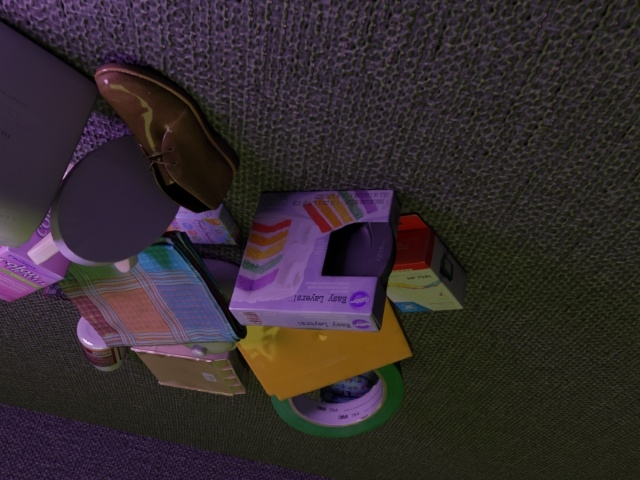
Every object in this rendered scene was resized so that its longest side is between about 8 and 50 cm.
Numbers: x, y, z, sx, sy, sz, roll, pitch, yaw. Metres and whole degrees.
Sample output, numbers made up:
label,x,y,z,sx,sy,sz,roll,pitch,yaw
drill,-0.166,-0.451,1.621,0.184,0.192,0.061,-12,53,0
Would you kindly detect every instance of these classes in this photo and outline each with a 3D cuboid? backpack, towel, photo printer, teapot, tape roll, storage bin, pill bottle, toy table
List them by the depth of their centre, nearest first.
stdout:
label,x,y,z,sx,sy,sz,roll,pitch,yaw
photo printer,-0.485,-0.156,1.135,0.256,0.307,0.107,33,146,-31
toy table,-0.365,-0.058,1.313,0.161,0.274,0.252,-16,105,45
towel,-0.349,0.112,1.540,0.370,0.040,0.271,-9,126,31
teapot,-0.240,0.169,1.744,0.252,0.187,0.256,20,150,-14
tape roll,0.040,0.347,1.917,0.321,0.077,0.321,-1,126,-2
backpack,0.075,0.379,2.067,0.158,0.117,0.173,10,149,4
storage bin,-0.331,0.298,2.080,0.260,0.123,0.262,6,150,11
pill bottle,-0.589,0.276,2.145,0.121,0.121,0.221,14,151,-2

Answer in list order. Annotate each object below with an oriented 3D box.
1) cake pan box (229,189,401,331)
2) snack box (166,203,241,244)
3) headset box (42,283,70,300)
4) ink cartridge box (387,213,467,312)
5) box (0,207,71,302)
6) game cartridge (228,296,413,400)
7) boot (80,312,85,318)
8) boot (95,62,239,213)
label,x,y,z,sx,sy,sz,roll,pitch,yaw
cake pan box,0.000,0.030,1.336,0.267,0.245,0.070,1,150,21
snack box,-0.239,-0.032,1.537,0.141,0.037,0.100,2,151,19
headset box,-0.641,0.114,1.938,0.083,0.062,0.032,0,149,23
ink cartridge box,0.168,0.047,1.471,0.134,0.078,0.231,-8,145,33
box,-0.557,-0.019,1.507,0.117,0.213,0.243,33,145,-32
game cartridge,-0.005,0.180,1.603,0.324,0.052,0.285,-20,124,9
boot,-0.455,0.152,1.897,0.295,0.104,0.211,-5,138,13
boot,-0.242,-0.155,1.242,0.112,0.115,0.305,-7,145,35
